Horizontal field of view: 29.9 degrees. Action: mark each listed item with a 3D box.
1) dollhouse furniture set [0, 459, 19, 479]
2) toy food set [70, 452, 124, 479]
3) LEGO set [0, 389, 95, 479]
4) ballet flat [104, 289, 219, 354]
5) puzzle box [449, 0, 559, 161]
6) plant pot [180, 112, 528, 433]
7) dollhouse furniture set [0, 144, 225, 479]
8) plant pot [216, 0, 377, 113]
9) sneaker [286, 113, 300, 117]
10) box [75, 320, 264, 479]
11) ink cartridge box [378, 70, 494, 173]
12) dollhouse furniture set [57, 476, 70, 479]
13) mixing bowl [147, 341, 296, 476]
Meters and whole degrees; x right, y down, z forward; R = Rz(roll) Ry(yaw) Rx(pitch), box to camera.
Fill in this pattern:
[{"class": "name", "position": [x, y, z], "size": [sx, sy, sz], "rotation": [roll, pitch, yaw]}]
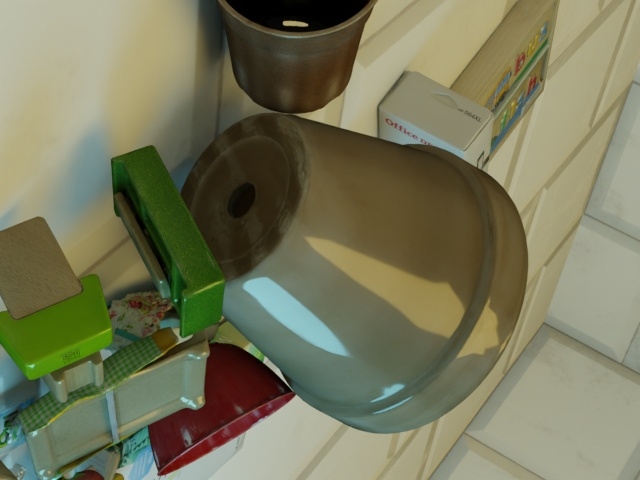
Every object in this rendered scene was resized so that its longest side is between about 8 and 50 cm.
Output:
[{"class": "dollhouse furniture set", "position": [-0.330, 0.287, 1.027], "size": [0.101, 0.161, 0.182], "rotation": [28, 90, -43]}, {"class": "toy food set", "position": [-0.254, 0.303, 1.259], "size": [0.218, 0.071, 0.128], "rotation": [98, 5, -55]}, {"class": "LEGO set", "position": [-0.317, 0.235, 1.220], "size": [0.244, 0.060, 0.182], "rotation": [-27, 128, -60]}, {"class": "ballet flat", "position": [-0.161, 0.094, 1.342], "size": [0.241, 0.077, 0.091], "rotation": [-17, 130, -64]}, {"class": "puzzle box", "position": [0.284, -0.226, 2.067], "size": [0.409, 0.052, 0.272], "rotation": [-52, 158, -25]}, {"class": "plant pot", "position": [0.009, 0.007, 1.254], "size": [0.280, 0.323, 0.323], "rotation": [31, 88, -42]}, {"class": "dollhouse furniture set", "position": [-0.215, 0.081, 1.137], "size": [0.197, 0.151, 0.301], "rotation": [-24, 157, -20]}, {"class": "plant pot", "position": [-0.025, -0.215, 1.154], "size": [0.167, 0.167, 0.165], "rotation": [-53, 166, -23]}, {"class": "sneaker", "position": [-0.062, -0.070, 1.416], "size": [0.188, 0.066, 0.071], "rotation": [-63, 178, 21]}, {"class": "box", "position": [-0.190, 0.254, 1.521], "size": [0.322, 0.058, 0.232], "rotation": [-39, 151, -49]}, {"class": "ink cartridge box", "position": [0.165, -0.130, 1.750], "size": [0.086, 0.148, 0.203], "rotation": [-51, 157, -23]}, {"class": "dollhouse furniture set", "position": [-0.309, 0.335, 1.328], "size": [0.152, 0.058, 0.076], "rotation": [-55, 160, -16]}, {"class": "mixing bowl", "position": [-0.129, 0.179, 1.356], "size": [0.181, 0.098, 0.181], "rotation": [-31, 169, -7]}]
